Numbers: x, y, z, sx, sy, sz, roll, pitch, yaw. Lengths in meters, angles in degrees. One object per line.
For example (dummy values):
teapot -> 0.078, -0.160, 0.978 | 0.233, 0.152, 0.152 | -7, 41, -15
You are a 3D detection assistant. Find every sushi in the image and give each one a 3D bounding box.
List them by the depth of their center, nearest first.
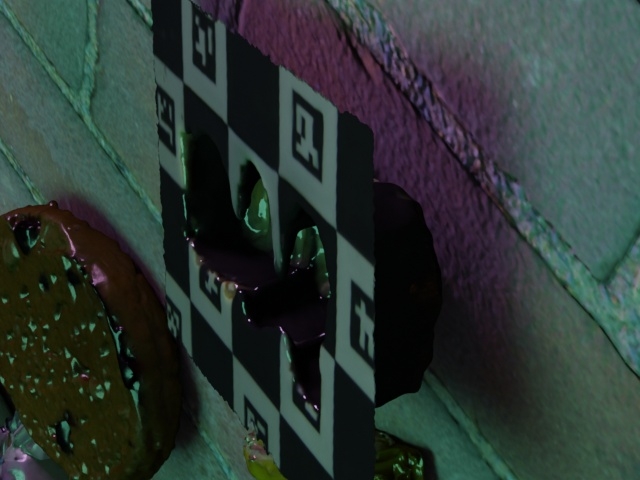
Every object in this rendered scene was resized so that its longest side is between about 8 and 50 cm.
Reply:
sushi -> 0.000, 0.000, 1.160 | 0.373, 0.100, 0.296 | -138, 42, -57

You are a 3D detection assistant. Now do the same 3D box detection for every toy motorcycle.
toy motorcycle -> -0.301, 0.281, 1.914 | 0.204, 0.108, 0.239 | 54, 149, 36

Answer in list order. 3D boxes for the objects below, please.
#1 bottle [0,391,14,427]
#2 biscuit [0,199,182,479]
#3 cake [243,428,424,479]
bottle -> -0.415, 0.224, 2.089 | 0.245, 0.104, 0.104 | 57, 153, 17
biscuit -> -0.224, 0.100, 1.646 | 0.296, 0.075, 0.296 | 27, 126, 45
cake -> 0.007, 0.164, 1.291 | 0.185, 0.080, 0.116 | 51, 153, 35
